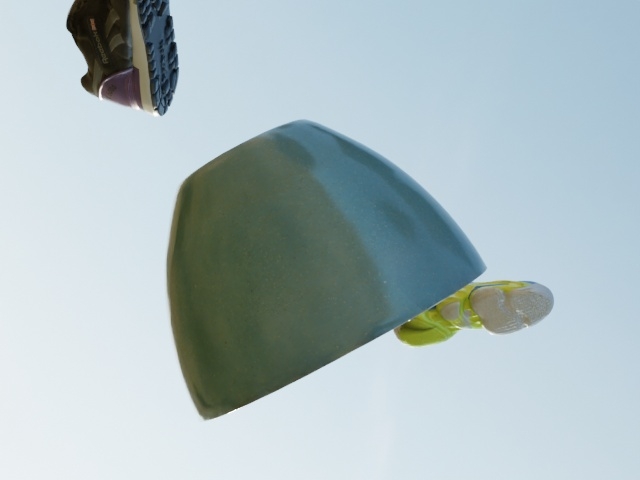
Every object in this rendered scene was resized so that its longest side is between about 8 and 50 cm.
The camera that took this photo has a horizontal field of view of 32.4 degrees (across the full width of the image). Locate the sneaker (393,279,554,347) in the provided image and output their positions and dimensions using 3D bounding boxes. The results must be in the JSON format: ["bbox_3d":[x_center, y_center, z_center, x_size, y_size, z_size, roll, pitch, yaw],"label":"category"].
[{"bbox_3d":[0.222,0.081,1.642,0.126,0.240,0.091,-84,161,-55],"label":"sneaker"}]

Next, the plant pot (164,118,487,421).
[{"bbox_3d":[-0.024,0.007,0.991,0.290,0.290,0.195,-30,-93,57],"label":"plant pot"}]

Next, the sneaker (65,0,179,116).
[{"bbox_3d":[-0.241,-0.270,1.269,0.107,0.124,0.283,-68,166,-48],"label":"sneaker"}]
